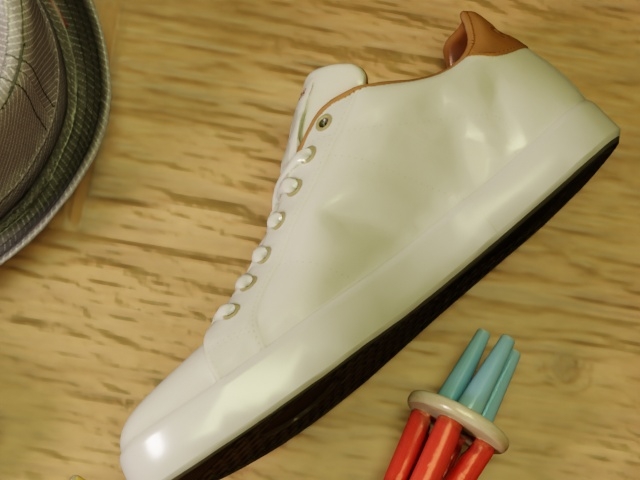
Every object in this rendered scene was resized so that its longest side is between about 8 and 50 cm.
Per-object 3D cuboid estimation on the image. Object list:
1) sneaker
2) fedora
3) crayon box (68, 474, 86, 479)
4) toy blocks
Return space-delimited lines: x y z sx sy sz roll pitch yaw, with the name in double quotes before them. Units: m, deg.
"sneaker" 0.000 0.000 0.821 0.290 0.106 0.123 -39 80 -24
"fedora" -0.234 -0.092 0.803 0.275 0.124 0.243 22 76 0
"crayon box" -0.093 0.287 0.749 0.202 0.081 0.318 28 77 2
"toy blocks" 0.082 0.126 0.817 0.123 0.054 0.148 29 76 3
